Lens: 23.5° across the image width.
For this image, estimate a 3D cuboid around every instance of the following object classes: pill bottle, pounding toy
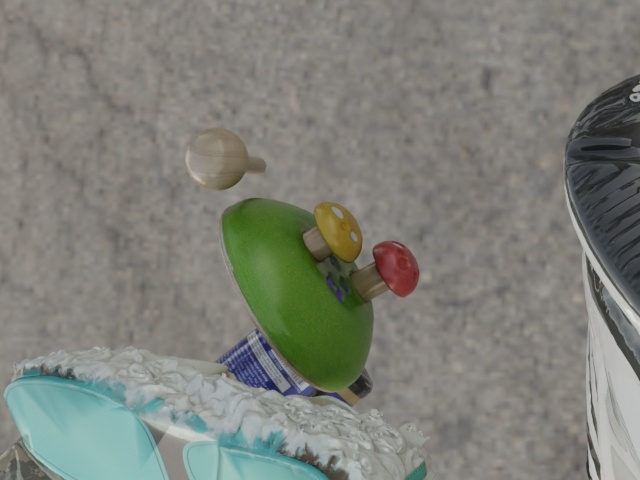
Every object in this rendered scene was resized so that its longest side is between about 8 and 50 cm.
[{"bbox_3d":[-0.067,0.166,1.528,0.219,0.123,0.123,-38,48,4],"label":"pill bottle"},{"bbox_3d":[0.000,0.000,1.297,0.110,0.183,0.237,-31,78,17],"label":"pounding toy"}]

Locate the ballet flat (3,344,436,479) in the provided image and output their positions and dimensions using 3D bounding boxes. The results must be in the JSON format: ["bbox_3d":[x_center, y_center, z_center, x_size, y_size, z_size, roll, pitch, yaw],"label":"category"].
[{"bbox_3d":[-0.078,0.161,1.231,0.409,0.147,0.147,12,97,40],"label":"ballet flat"}]

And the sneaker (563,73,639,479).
[{"bbox_3d":[0.241,0.152,0.746,0.257,0.169,0.447,73,-178,-57],"label":"sneaker"}]

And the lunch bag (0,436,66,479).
[{"bbox_3d":[-0.372,0.439,1.972,0.287,0.235,0.169,42,153,17],"label":"lunch bag"}]
